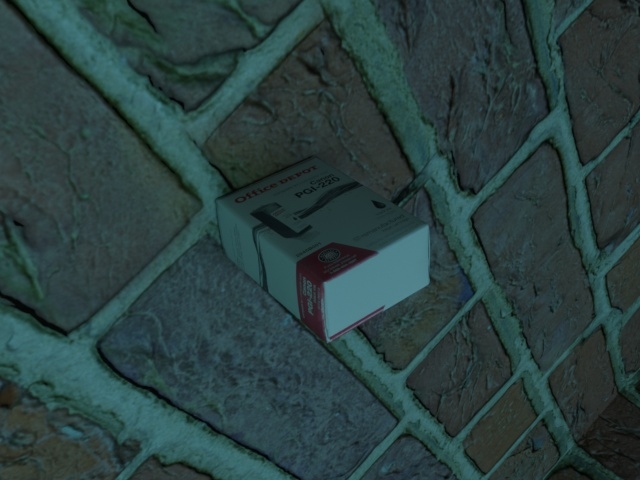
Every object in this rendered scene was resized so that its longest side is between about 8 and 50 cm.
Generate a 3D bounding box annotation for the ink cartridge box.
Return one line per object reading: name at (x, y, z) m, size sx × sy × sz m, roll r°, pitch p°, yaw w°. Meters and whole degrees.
ink cartridge box at (0.000, 0.000, 0.880) m, size 0.158 × 0.218 × 0.092 m, roll -27°, pitch 130°, yaw -27°
